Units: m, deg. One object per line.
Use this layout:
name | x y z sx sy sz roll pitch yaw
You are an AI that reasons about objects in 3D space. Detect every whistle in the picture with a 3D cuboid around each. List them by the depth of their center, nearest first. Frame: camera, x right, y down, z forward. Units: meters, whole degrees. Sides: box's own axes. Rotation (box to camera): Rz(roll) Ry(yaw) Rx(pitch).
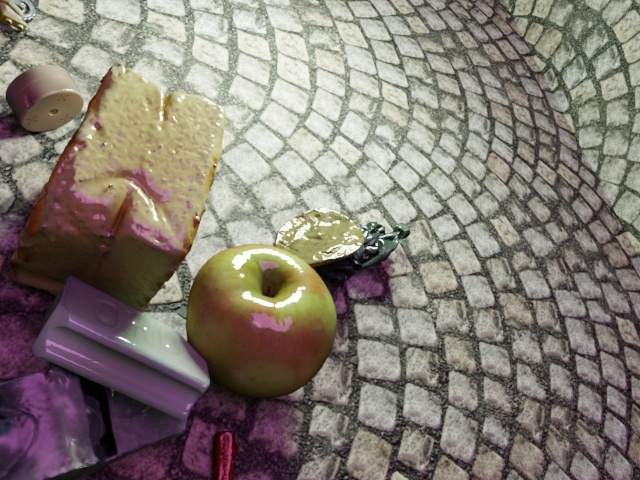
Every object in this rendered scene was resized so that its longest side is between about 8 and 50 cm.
whistle | -0.411 0.315 0.980 0.405 0.188 0.168 -9 67 -36

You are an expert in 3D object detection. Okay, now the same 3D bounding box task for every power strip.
power strip | -0.620 -0.319 1.275 0.154 0.154 0.078 -29 82 -40

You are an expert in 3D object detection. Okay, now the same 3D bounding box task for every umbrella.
umbrella | 0.125 0.014 1.557 0.349 0.094 0.143 -23 58 -35

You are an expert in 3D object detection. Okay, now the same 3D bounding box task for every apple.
apple | -0.127 0.175 1.184 0.319 0.277 0.319 13 44 -13

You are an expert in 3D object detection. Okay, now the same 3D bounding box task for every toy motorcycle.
toy motorcycle | -0.821 -0.581 1.362 0.229 0.094 0.129 24 55 -34

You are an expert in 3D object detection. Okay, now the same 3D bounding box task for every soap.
soap | -0.348 0.191 1.009 0.289 0.095 0.173 34 5 -23

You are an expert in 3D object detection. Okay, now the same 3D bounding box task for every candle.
candle | -0.189 0.460 1.121 0.053 0.048 0.162 26 49 -38

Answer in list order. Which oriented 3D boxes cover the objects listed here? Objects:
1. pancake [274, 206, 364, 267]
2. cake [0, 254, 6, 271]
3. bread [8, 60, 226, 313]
pancake | 0.000 0.000 1.462 0.242 0.050 0.242 -4 39 4
cake | -0.658 0.089 1.016 0.086 0.117 0.220 36 48 -16
bread | -0.390 -0.085 1.128 0.279 0.371 0.390 26 55 -21
